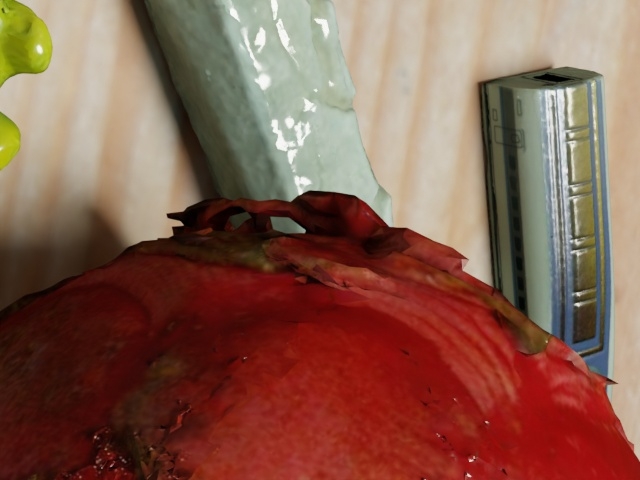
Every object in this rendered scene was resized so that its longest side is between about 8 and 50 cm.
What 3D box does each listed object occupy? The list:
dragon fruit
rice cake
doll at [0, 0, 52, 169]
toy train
[{"bbox_3d":[-0.029,0.143,0.593,0.302,0.295,0.295,-46,122,-12],"label":"dragon fruit"},{"bbox_3d":[0.000,0.000,0.715,0.063,0.066,0.336,-39,121,-34],"label":"rice cake"},{"bbox_3d":[-0.253,-0.008,0.463,0.346,0.099,0.341,-39,132,-5],"label":"doll"},{"bbox_3d":[0.120,0.043,0.822,0.055,0.048,0.252,-16,109,-30],"label":"toy train"}]
